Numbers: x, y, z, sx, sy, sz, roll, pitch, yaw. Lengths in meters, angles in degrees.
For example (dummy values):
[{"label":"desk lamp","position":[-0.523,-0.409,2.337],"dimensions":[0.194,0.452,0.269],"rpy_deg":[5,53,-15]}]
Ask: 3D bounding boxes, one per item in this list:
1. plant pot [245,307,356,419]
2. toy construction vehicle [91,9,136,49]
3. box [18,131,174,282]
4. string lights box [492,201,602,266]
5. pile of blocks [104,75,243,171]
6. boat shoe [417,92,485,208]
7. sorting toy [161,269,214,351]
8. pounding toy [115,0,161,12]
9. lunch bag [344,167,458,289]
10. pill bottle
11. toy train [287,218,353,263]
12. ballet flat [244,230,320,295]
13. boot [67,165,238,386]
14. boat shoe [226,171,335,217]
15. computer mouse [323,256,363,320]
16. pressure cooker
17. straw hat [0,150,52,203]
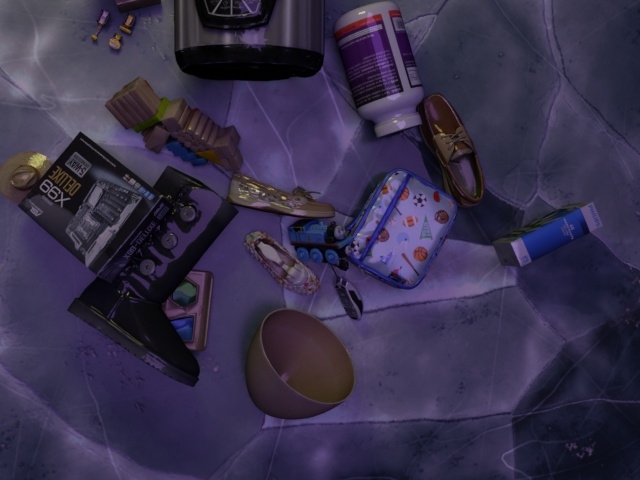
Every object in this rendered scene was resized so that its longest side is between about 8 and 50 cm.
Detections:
[{"label":"plant pot","position":[-0.079,0.341,1.895],"dimensions":[0.284,0.284,0.191],"rpy_deg":[35,122,-8]},{"label":"toy construction vehicle","position":[-0.526,-0.539,1.898],"dimensions":[0.086,0.035,0.098],"rpy_deg":[23,90,-20]},{"label":"box","position":[-0.545,-0.084,1.812],"dimensions":[0.307,0.076,0.242],"rpy_deg":[37,84,21]},{"label":"string lights box","position":[0.618,-0.016,2.045],"dimensions":[0.260,0.133,0.076],"rpy_deg":[-26,95,-8]},{"label":"pile of blocks","position":[-0.359,-0.293,1.906],"dimensions":[0.362,0.149,0.112],"rpy_deg":[30,43,-18]},{"label":"boat shoe","position":[0.365,-0.244,2.005],"dimensions":[0.123,0.120,0.324],"rpy_deg":[-25,95,-8]},{"label":"sorting toy","position":[-0.394,0.128,1.927],"dimensions":[0.229,0.041,0.307],"rpy_deg":[6,90,-10]},{"label":"pounding toy","position":[-0.483,-0.659,1.864],"dimensions":[0.130,0.100,0.141],"rpy_deg":[-17,94,-9]},{"label":"lunch bag","position":[0.203,-0.027,1.989],"dimensions":[0.243,0.115,0.303],"rpy_deg":[31,85,-7]},{"label":"pill bottle","position":[0.158,-0.437,1.936],"dimensions":[0.182,0.181,0.322],"rpy_deg":[-18,94,-9]},{"label":"toy train","position":[0.000,0.000,1.929],"dimensions":[0.080,0.184,0.105],"rpy_deg":[-32,116,-43]},{"label":"ballet flat","position":[-0.100,0.066,1.957],"dimensions":[0.241,0.077,0.091],"rpy_deg":[37,85,-9]},{"label":"boot","position":[-0.346,0.087,1.860],"dimensions":[0.367,0.146,0.445],"rpy_deg":[35,77,-5]},{"label":"boat shoe","position":[-0.097,-0.112,1.940],"dimensions":[0.285,0.104,0.089],"rpy_deg":[10,89,-8]},{"label":"computer mouse","position":[0.070,0.123,1.989],"dimensions":[0.042,0.106,0.193],"rpy_deg":[-32,109,-27]},{"label":"pressure cooker","position":[-0.173,-0.604,1.778],"dimensions":[0.370,0.376,0.420],"rpy_deg":[-3,97,-42]},{"label":"straw hat","position":[-0.734,-0.155,1.854],"dimensions":[0.145,0.061,0.144],"rpy_deg":[0,91,-9]}]
